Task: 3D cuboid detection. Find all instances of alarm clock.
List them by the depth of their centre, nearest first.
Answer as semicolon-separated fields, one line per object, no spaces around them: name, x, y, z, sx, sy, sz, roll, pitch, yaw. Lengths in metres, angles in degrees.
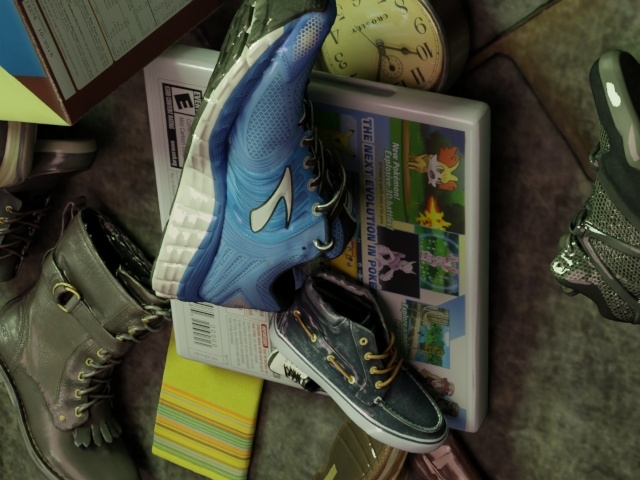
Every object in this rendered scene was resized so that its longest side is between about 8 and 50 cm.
alarm clock;0.065;-0.149;1.493;0.129;0.064;0.192;-18;102;37

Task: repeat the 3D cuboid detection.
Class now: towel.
towel;-0.098;0.124;1.749;0.102;0.021;0.237;21;121;15

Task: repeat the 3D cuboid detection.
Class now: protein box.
protein box;-0.230;-0.208;1.520;0.199;0.201;0.136;8;129;40

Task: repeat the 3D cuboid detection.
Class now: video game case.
video game case;0.000;0.000;1.573;0.300;0.036;0.329;13;129;21

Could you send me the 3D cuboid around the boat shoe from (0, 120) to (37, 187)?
boat shoe;-0.402;-0.122;1.697;0.355;0.130;0.132;6;94;46

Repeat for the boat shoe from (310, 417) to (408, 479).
boat shoe;0.048;0.205;1.669;0.190;0.072;0.068;126;139;-49

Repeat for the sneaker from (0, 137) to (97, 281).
sneaker;-0.279;-0.026;1.726;0.222;0.083;0.118;-15;82;45

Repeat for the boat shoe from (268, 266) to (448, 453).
boat shoe;0.044;0.103;1.556;0.183;0.065;0.083;37;135;0

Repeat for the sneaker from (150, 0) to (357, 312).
sneaker;-0.030;-0.068;1.450;0.147;0.130;0.330;17;135;-2

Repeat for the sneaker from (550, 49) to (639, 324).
sneaker;0.226;-0.032;1.439;0.130;0.087;0.228;-11;112;27

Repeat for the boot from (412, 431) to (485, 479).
boot;0.113;0.238;1.664;0.114;0.037;0.106;47;114;-1

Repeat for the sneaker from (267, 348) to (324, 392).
sneaker;-0.014;0.115;1.617;0.083;0.037;0.032;4;127;29

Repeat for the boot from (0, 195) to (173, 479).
boot;-0.212;0.115;1.765;0.229;0.091;0.263;-39;87;38
